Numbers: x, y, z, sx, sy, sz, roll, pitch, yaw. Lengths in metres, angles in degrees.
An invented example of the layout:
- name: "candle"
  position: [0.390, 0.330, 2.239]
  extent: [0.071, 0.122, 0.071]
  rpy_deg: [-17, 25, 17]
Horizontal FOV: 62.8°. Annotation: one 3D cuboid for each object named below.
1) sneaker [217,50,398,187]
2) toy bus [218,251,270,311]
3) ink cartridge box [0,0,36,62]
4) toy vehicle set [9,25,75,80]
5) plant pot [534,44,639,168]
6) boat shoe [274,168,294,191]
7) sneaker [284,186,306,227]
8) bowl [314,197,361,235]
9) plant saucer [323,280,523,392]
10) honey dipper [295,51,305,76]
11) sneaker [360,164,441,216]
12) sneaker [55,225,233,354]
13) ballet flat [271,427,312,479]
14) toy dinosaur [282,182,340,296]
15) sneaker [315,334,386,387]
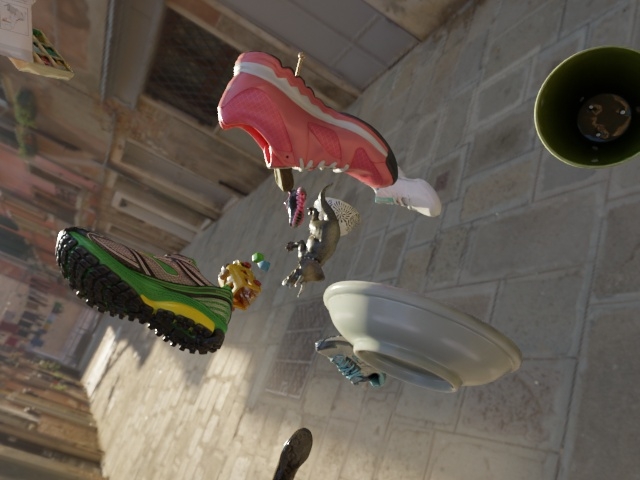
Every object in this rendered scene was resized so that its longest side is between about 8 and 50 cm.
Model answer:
- name: "sneaker"
  position: [-0.023, -0.153, 0.834]
  extent: [0.136, 0.314, 0.116]
  rpy_deg: [-61, 16, -11]
- name: "toy bus"
  position: [-0.272, 0.125, 1.674]
  extent: [0.202, 0.104, 0.190]
  rpy_deg: [-12, 61, 42]
- name: "ink cartridge box"
  position: [-0.691, -0.504, 0.986]
  extent: [0.066, 0.297, 0.261]
  rpy_deg: [-93, 22, -43]
- name: "toy vehicle set"
  position: [-0.814, -0.540, 1.472]
  extent: [0.035, 0.166, 0.267]
  rpy_deg: [-36, 9, 7]
- name: "plant pot"
  position: [0.702, -0.316, 1.315]
  extent: [0.274, 0.275, 0.294]
  rpy_deg: [-55, -19, 23]
- name: "boat shoe"
  position: [-0.096, -0.184, 1.299]
  extent: [0.045, 0.050, 0.135]
  rpy_deg: [36, 138, 36]
- name: "sneaker"
  position: [-0.075, -0.090, 1.441]
  extent: [0.057, 0.047, 0.119]
  rpy_deg: [1, 70, 24]
- name: "bowl"
  position: [0.043, -0.063, 1.770]
  extent: [0.170, 0.170, 0.080]
  rpy_deg: [-29, 32, 58]
- name: "plant saucer"
  position: [0.179, 0.212, 1.033]
  extent: [0.400, 0.401, 0.100]
  rpy_deg: [-22, 40, 63]
- name: "honey dipper"
  position: [-0.066, -0.442, 1.434]
  extent: [0.160, 0.031, 0.030]
  rpy_deg: [112, 170, -45]
- name: "sneaker"
  position: [0.166, -0.100, 1.133]
  extent: [0.094, 0.080, 0.212]
  rpy_deg: [-29, 44, -19]
- name: "sneaker"
  position: [-0.320, 0.076, 0.974]
  extent: [0.134, 0.344, 0.146]
  rpy_deg: [-40, 24, 40]
- name: "ballet flat"
  position: [-0.092, 0.640, 1.485]
  extent: [0.249, 0.084, 0.058]
  rpy_deg: [-70, 18, 3]
- name: "toy dinosaur"
  position: [0.000, 0.000, 1.459]
  extent: [0.160, 0.121, 0.313]
  rpy_deg: [33, 93, 50]
- name: "sneaker"
  position: [0.105, 0.371, 1.596]
  extent: [0.110, 0.283, 0.122]
  rpy_deg: [-31, 44, 45]
